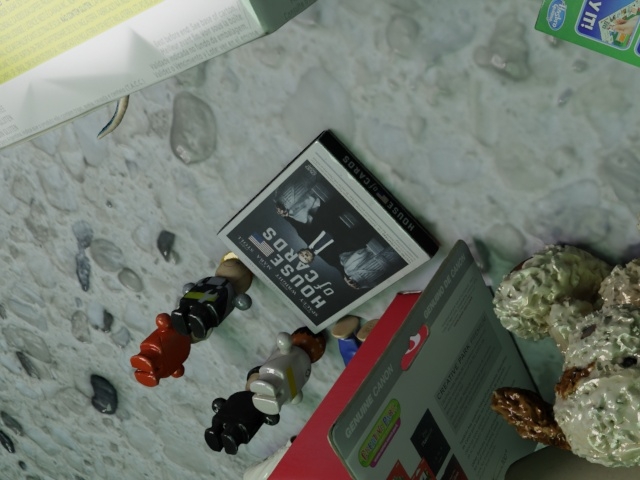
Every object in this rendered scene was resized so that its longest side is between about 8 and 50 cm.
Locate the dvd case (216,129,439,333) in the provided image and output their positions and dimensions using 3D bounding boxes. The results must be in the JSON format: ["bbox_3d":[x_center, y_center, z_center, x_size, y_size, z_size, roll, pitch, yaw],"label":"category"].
[{"bbox_3d":[0.000,0.000,1.058,0.179,0.029,0.239,45,137,-5],"label":"dvd case"}]

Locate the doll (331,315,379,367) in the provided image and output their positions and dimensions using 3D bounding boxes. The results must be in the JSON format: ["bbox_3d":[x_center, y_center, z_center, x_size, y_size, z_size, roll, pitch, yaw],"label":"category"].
[{"bbox_3d":[0.074,0.184,1.149,0.129,0.046,0.189,5,127,34],"label":"doll"}]

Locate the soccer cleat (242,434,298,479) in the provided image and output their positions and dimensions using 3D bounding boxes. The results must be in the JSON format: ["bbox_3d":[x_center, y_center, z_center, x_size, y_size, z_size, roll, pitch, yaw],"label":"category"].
[{"bbox_3d":[-0.042,0.320,1.337,0.196,0.068,0.076,-18,109,35],"label":"soccer cleat"}]

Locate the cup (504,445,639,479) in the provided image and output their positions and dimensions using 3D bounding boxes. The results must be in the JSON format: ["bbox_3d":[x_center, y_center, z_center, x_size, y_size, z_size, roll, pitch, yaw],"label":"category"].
[{"bbox_3d":[0.373,0.297,0.872,0.237,0.331,0.331,-39,99,20],"label":"cup"}]

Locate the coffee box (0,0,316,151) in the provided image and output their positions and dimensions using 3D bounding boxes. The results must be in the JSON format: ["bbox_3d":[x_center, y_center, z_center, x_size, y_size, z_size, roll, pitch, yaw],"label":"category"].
[{"bbox_3d":[-0.145,-0.312,0.666,0.338,0.337,0.334,-12,117,42],"label":"coffee box"}]

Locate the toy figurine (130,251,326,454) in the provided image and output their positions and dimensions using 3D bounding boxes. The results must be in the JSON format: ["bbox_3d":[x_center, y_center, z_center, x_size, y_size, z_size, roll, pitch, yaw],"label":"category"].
[{"bbox_3d":[-0.112,0.144,1.183,0.213,0.148,0.209,42,132,1],"label":"toy figurine"}]

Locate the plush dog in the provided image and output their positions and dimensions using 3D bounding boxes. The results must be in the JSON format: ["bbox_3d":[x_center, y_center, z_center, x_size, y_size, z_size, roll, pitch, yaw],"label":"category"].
[{"bbox_3d":[0.279,0.105,0.802,0.210,0.225,0.262,49,137,-10],"label":"plush dog"}]

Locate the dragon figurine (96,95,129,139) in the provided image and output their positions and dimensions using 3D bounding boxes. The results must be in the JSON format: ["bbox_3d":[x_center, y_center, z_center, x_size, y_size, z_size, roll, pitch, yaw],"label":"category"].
[{"bbox_3d":[-0.248,-0.262,0.956,0.144,0.085,0.289,32,138,34],"label":"dragon figurine"}]

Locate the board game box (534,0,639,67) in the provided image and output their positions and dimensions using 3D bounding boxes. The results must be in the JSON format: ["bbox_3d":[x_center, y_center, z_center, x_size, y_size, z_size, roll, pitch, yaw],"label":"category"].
[{"bbox_3d":[0.294,-0.253,0.623,0.214,0.046,0.317,25,136,17],"label":"board game box"}]

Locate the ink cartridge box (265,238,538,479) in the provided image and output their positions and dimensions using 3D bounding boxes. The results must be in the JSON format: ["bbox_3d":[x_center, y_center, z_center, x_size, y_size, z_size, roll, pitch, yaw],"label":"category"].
[{"bbox_3d":[0.091,0.192,0.949,0.130,0.309,0.271,-8,119,39],"label":"ink cartridge box"}]
